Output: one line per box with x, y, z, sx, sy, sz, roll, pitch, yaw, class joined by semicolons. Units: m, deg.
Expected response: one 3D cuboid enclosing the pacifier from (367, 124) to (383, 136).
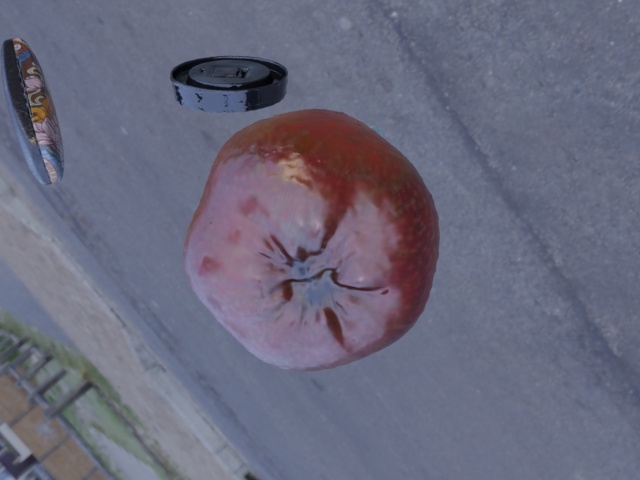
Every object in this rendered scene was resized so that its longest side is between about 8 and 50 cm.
0.059;-0.087;1.130;0.117;0.127;0.150;39;112;19;pacifier

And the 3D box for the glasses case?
-0.538;-0.245;1.506;0.122;0.082;0.321;92;157;-58;glasses case

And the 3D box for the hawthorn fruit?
0.000;0.000;0.869;0.275;0.275;0.300;45;-168;8;hawthorn fruit

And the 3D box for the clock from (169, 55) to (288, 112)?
-0.142;-0.245;1.261;0.184;0.185;0.040;28;128;40;clock
